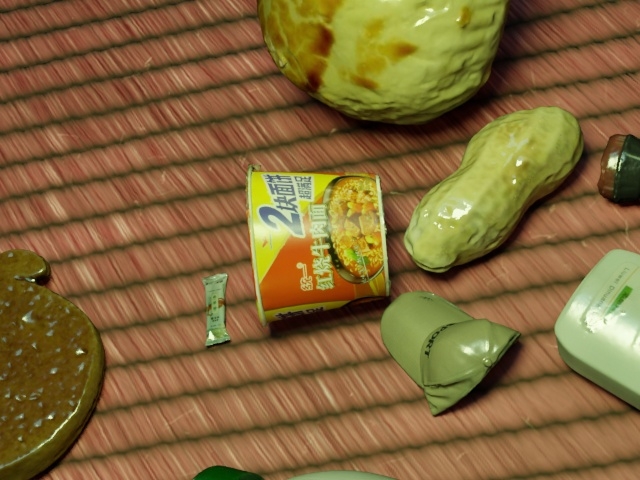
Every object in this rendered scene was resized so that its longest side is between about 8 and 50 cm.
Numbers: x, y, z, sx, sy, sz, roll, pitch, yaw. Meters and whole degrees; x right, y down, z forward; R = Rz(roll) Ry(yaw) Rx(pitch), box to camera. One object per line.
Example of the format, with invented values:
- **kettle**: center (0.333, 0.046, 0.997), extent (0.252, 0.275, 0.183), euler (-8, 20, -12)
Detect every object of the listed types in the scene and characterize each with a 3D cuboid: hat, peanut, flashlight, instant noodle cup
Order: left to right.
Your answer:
- **instant noodle cup**: center (0.000, 0.000, 1.767), extent (0.174, 0.213, 0.213), euler (-6, 58, 2)
- **hat**: center (0.147, 0.123, 1.715), extent (0.175, 0.085, 0.147), euler (38, 75, 28)
- **peanut**: center (0.224, -0.070, 1.789), extent (0.130, 0.130, 0.290), euler (36, 72, 29)
- **flashlight**: center (0.477, -0.076, 1.758), extent (0.232, 0.093, 0.093), euler (12, 63, 15)

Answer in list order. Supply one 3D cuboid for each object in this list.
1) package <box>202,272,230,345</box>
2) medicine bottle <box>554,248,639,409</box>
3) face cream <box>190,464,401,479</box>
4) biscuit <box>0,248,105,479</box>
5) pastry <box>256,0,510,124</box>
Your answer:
- **package**: center (-0.140, 0.092, 1.848), extent (0.037, 0.015, 0.110), euler (-14, 56, 12)
- **medicine bottle**: center (0.434, 0.139, 1.619), extent (0.296, 0.111, 0.161), euler (33, 74, 27)
- **face cream**: center (0.017, 0.383, 1.493), extent (0.357, 0.219, 0.312), euler (10, 35, 24)
- **biscuit**: center (-0.472, 0.166, 1.856), extent (0.394, 0.070, 0.350), euler (20, 64, 23)
- **pastry**: center (0.077, -0.346, 1.837), extent (0.312, 0.388, 0.389), euler (-1, 56, -17)
